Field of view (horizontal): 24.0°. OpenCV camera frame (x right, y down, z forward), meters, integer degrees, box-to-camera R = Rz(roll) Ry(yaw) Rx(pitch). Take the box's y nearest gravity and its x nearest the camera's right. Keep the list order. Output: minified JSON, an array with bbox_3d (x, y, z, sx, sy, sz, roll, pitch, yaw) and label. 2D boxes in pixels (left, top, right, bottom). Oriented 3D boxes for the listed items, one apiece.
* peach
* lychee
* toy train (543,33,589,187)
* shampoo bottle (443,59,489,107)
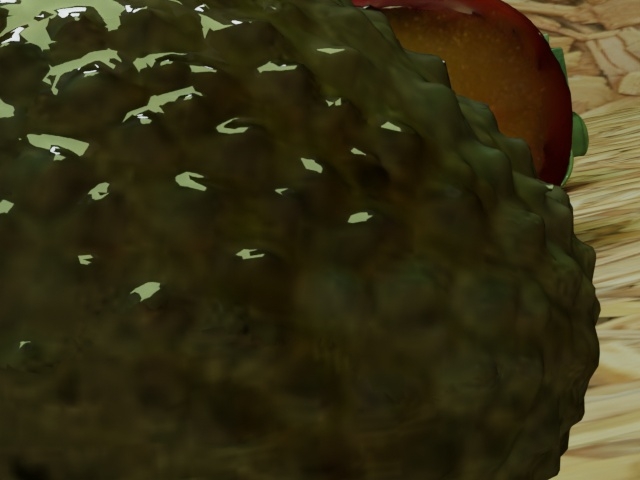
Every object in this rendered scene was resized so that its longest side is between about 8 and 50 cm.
[{"bbox_3d":[0.049,-0.093,1.318,0.338,0.281,0.281,-16,7,-32],"label":"peach"},{"bbox_3d":[-0.049,0.022,0.486,0.274,0.255,0.255,-3,7,9],"label":"lychee"},{"bbox_3d":[0.177,-0.132,1.773,0.271,0.188,0.159,-11,7,-8],"label":"toy train"},{"bbox_3d":[0.082,-0.028,1.008,0.087,0.183,0.050,-11,7,16],"label":"shampoo bottle"}]
